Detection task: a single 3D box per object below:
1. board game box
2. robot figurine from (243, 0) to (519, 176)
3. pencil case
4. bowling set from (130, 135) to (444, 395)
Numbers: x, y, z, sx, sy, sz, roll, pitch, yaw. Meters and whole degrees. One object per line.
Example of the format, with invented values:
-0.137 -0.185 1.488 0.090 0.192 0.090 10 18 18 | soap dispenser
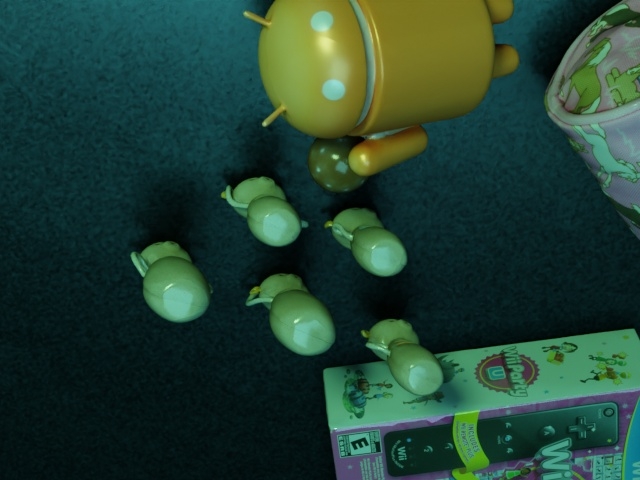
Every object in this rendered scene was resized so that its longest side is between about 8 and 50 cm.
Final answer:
0.166 0.218 1.360 0.304 0.097 0.224 -9 120 -1 | board game box
0.047 -0.145 1.100 0.220 0.128 0.158 -11 140 -25 | robot figurine
0.358 -0.034 1.199 0.386 0.167 0.160 46 74 -25 | pencil case
0.000 0.000 1.215 0.287 0.154 0.199 21 97 -14 | bowling set
